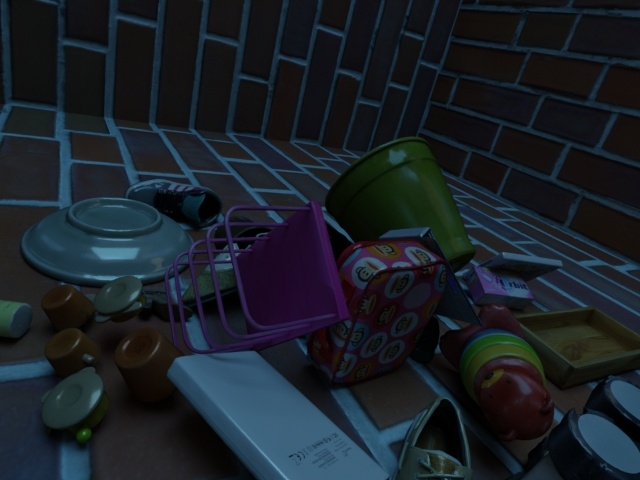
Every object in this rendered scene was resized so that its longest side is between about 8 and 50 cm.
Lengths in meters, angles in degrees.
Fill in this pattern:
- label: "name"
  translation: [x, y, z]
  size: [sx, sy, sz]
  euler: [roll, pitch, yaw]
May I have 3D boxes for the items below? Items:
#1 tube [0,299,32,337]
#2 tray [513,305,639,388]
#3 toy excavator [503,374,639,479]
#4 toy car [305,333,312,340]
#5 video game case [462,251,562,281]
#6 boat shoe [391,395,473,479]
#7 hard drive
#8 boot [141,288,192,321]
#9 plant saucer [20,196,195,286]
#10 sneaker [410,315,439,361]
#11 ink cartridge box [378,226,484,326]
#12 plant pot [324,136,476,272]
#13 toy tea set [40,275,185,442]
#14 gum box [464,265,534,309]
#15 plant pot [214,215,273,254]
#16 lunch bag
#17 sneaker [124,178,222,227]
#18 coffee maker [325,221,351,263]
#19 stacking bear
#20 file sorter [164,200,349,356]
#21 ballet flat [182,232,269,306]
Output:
- label: "tube"
  translation: [-0.634, 0.121, 0.726]
  size: [0.240, 0.062, 0.070]
  euler: [9, -17, -2]
- label: "tray"
  translation: [0.704, 0.277, 1.151]
  size: [0.411, 0.076, 0.203]
  euler: [0, 27, -29]
- label: "toy excavator"
  translation: [0.419, 0.434, 0.477]
  size: [0.433, 0.222, 0.445]
  euler: [-8, 40, -40]
- label: "toy car"
  translation: [-0.004, 0.133, 0.970]
  size: [0.159, 0.136, 0.182]
  euler: [32, 28, 36]
- label: "video game case"
  translation: [0.624, 0.099, 1.391]
  size: [0.227, 0.206, 0.026]
  euler: [7, 65, -16]
- label: "boat shoe"
  translation: [0.157, 0.348, 0.613]
  size: [0.113, 0.103, 0.302]
  euler: [18, 23, 8]
- label: "hard drive"
  translation: [-0.059, 0.274, 0.625]
  size: [0.307, 0.040, 0.203]
  euler: [33, 5, 29]
- label: "boot"
  translation: [-0.334, 0.132, 0.903]
  size: [0.118, 0.042, 0.087]
  euler: [12, 15, -22]
- label: "plant saucer"
  translation: [-0.521, -0.027, 1.078]
  size: [0.400, 0.100, 0.400]
  euler: [12, 22, -5]
- label: "sneaker"
  translation: [0.179, 0.174, 1.001]
  size: [0.227, 0.130, 0.087]
  euler: [27, 24, 32]
- label: "ink cartridge box"
  translation: [0.248, 0.074, 0.934]
  size: [0.045, 0.223, 0.224]
  euler: [-35, 13, -17]
- label: "plant pot"
  translation: [0.255, -0.043, 1.241]
  size: [0.366, 0.366, 0.353]
  euler: [-8, 60, -42]
- label: "toy tea set"
  translation: [-0.358, 0.182, 0.727]
  size: [0.200, 0.124, 0.336]
  euler: [-29, 44, -17]
- label: "gum box"
  translation: [0.562, 0.150, 1.328]
  size: [0.188, 0.062, 0.107]
  euler: [9, 44, -15]
- label: "plant pot"
  translation: [-0.197, 0.019, 1.111]
  size: [0.167, 0.167, 0.165]
  euler: [0, 18, -31]
- label: "lunch bag"
  translation: [0.095, 0.142, 0.813]
  size: [0.258, 0.293, 0.120]
  euler: [-4, 33, -38]
- label: "sneaker"
  translation: [-0.432, -0.112, 1.312]
  size: [0.295, 0.124, 0.178]
  euler: [-3, 19, -38]
- label: "coffee maker"
  translation: [0.000, 0.000, 1.341]
  size: [0.171, 0.120, 0.178]
  euler: [27, 9, -46]
- label: "stacking bear"
  translation: [0.344, 0.259, 0.800]
  size: [0.164, 0.175, 0.289]
  euler: [51, 14, 0]
- label: "file sorter"
  translation: [-0.131, 0.080, 0.729]
  size: [0.182, 0.291, 0.202]
  euler: [-1, 69, -40]
- label: "ballet flat"
  translation: [-0.157, 0.048, 0.978]
  size: [0.348, 0.123, 0.123]
  euler: [-16, 32, -16]
